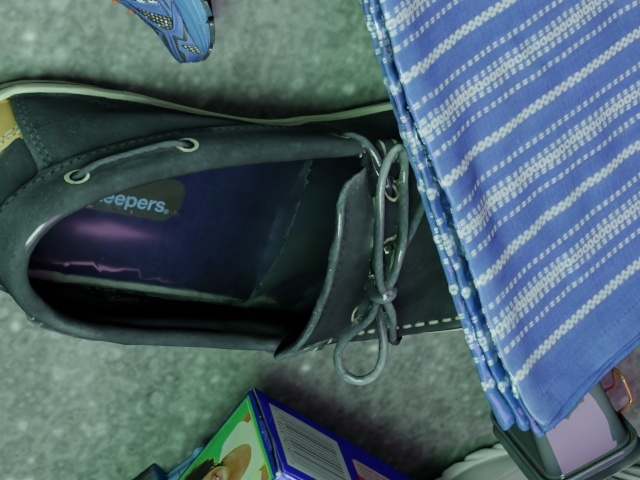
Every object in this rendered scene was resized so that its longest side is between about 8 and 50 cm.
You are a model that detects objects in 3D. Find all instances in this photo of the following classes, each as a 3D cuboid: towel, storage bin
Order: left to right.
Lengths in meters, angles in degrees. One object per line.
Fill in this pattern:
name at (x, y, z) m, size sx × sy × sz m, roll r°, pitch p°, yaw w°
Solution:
storage bin at (0.172, 0.108, 1.411) m, size 0.098 × 0.135 × 0.091 m, roll -27°, pitch 117°, yaw -5°
towel at (0.156, -0.069, 1.245) m, size 0.243 × 0.040 × 0.336 m, roll -36°, pitch 118°, yaw -33°

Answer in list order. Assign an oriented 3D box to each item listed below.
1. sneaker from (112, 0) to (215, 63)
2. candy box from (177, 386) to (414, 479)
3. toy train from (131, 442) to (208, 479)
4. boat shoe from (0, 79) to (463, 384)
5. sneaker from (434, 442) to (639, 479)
sneaker at (-0.138, -0.184, 1.135) m, size 0.087 × 0.083 × 0.221 m, roll -31°, pitch 123°, yaw 15°
candy box at (-0.028, 0.304, 1.343) m, size 0.268 × 0.122 × 0.317 m, roll 32°, pitch 104°, yaw -23°
toy train at (-0.072, 0.193, 1.394) m, size 0.184 × 0.080 × 0.105 m, roll -37°, pitch 121°, yaw 4°
boat shoe at (0.000, 0.000, 1.253) m, size 0.500 × 0.156 × 0.186 m, roll 5°, pitch 117°, yaw -27°
sneaker at (0.203, 0.229, 1.503) m, size 0.281 × 0.115 × 0.105 m, roll 4°, pitch 119°, yaw -24°
